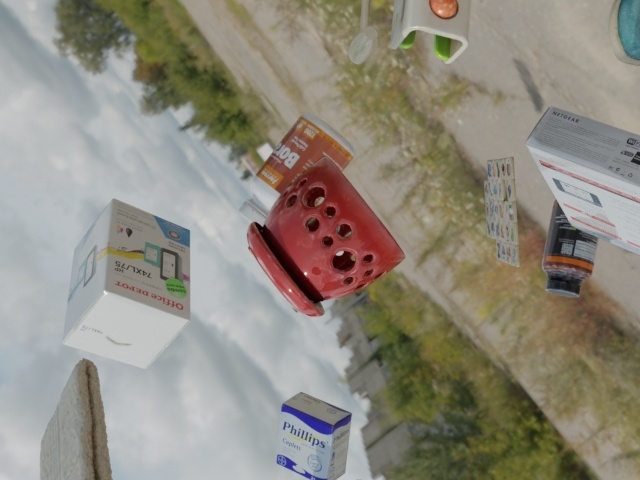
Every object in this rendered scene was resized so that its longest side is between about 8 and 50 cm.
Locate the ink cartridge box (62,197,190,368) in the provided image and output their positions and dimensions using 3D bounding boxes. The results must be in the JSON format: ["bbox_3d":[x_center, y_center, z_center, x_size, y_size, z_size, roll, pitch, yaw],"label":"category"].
[{"bbox_3d":[-0.410,0.095,1.761,0.198,0.197,0.270,24,-143,-30],"label":"ink cartridge box"}]

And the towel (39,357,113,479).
[{"bbox_3d":[-0.356,0.324,1.190,0.049,0.187,0.282,17,-155,-28],"label":"towel"}]

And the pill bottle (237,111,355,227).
[{"bbox_3d":[-0.046,-0.109,1.455,0.121,0.216,0.121,38,180,0],"label":"pill bottle"}]

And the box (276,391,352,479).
[{"bbox_3d":[-0.014,0.385,1.596,0.126,0.137,0.072,16,-160,32],"label":"box"}]

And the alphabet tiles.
[{"bbox_3d":[0.346,-0.058,1.579,0.237,0.009,0.198,-94,-1,-86],"label":"alphabet tiles"}]

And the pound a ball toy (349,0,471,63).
[{"bbox_3d":[0.181,-0.476,1.535,0.208,0.319,0.136,12,162,-14],"label":"pound a ball toy"}]

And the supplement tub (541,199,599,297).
[{"bbox_3d":[0.518,0.015,1.701,0.106,0.197,0.106,14,172,2],"label":"supplement tub"}]

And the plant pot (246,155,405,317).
[{"bbox_3d":[0.000,0.000,1.187,0.191,0.174,0.191,53,-176,-5],"label":"plant pot"}]

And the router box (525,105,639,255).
[{"bbox_3d":[0.534,-0.062,1.349,0.335,0.082,0.301,30,172,40],"label":"router box"}]

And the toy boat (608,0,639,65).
[{"bbox_3d":[0.668,-0.521,1.719,0.318,0.267,0.148,34,172,-10],"label":"toy boat"}]
